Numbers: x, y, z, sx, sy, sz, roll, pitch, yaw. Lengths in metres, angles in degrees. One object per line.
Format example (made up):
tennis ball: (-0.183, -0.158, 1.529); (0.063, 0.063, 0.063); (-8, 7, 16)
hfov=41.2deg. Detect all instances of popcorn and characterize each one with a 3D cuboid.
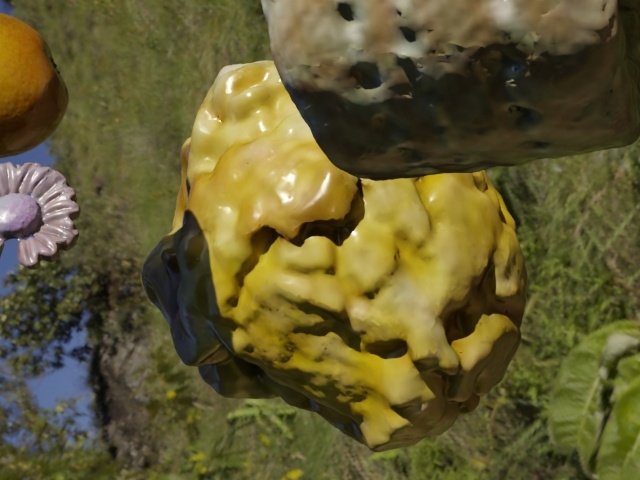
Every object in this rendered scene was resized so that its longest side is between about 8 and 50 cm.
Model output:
popcorn: (0.019, 0.003, 0.844); (0.354, 0.389, 0.344); (-49, -29, -54)

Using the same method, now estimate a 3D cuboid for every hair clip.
hair clip: (-0.463, -0.025, 1.101); (0.069, 0.300, 0.173); (75, -171, -55)

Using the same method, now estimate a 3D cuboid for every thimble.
thimble: (0.077, -0.132, 0.396); (0.229, 0.148, 0.196); (-24, -70, -62)

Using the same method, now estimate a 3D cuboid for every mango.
mango: (-0.517, -0.222, 1.193); (0.173, 0.317, 0.212); (176, 97, -81)
